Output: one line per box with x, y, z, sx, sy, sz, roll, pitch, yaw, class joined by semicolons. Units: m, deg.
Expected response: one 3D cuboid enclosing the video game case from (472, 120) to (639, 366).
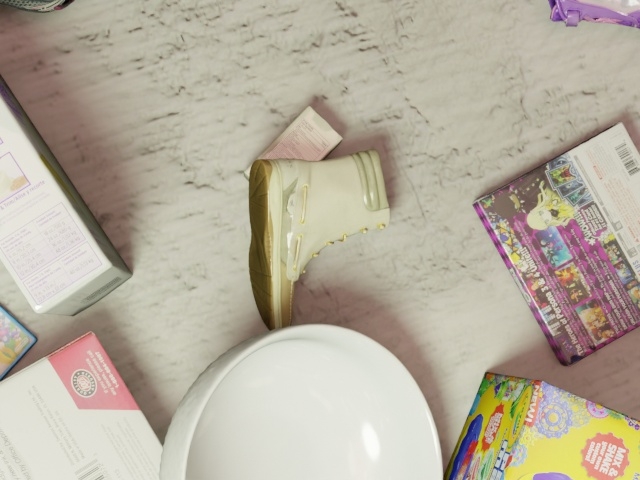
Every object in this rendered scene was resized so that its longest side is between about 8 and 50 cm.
0.332;0.004;1.421;0.210;0.042;0.232;-29;88;-6;video game case

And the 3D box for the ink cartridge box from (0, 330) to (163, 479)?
-0.327;0.260;1.261;0.283;0.117;0.207;-30;88;-31;ink cartridge box

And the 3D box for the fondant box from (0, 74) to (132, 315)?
-0.343;-0.077;1.278;0.096;0.238;0.330;-34;89;-6;fondant box

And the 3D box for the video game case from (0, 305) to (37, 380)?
-0.436;0.106;1.368;0.166;0.015;0.119;42;84;0;video game case

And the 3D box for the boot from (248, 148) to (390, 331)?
0.000;0.000;1.375;0.165;0.077;0.213;-9;111;-24;boot

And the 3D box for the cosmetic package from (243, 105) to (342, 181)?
-0.033;-0.100;1.402;0.115;0.041;0.060;-45;90;-6;cosmetic package

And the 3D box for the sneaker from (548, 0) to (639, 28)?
0.336;-0.300;1.427;0.236;0.095;0.105;33;90;4;sneaker

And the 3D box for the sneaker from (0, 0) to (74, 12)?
-0.295;-0.329;1.377;0.299;0.121;0.112;-4;115;-5;sneaker

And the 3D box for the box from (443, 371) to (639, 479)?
0.235;0.313;1.270;0.177;0.279;0.290;23;83;-2;box

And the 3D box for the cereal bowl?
-0.034;0.264;1.295;0.339;0.141;0.339;6;78;-32;cereal bowl
